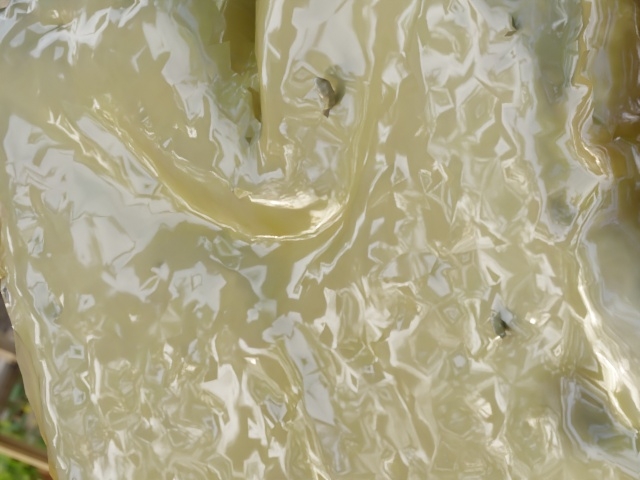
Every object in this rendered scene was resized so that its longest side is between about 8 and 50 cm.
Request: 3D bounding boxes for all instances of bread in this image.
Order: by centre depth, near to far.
[{"bbox_3d":[0.118,0.049,0.534,0.279,0.371,0.390,-19,82,43],"label":"bread"}]
